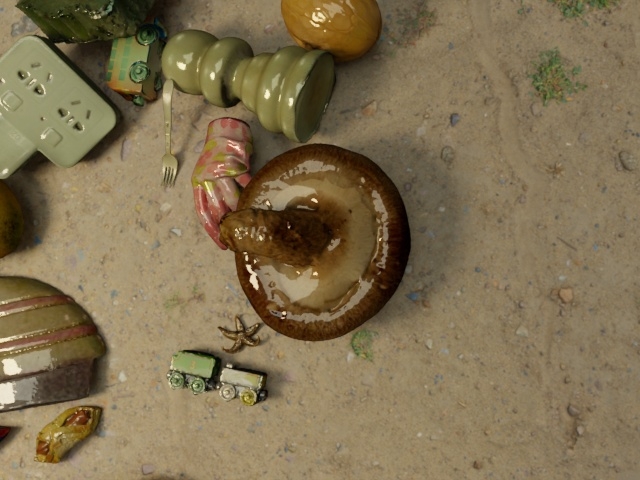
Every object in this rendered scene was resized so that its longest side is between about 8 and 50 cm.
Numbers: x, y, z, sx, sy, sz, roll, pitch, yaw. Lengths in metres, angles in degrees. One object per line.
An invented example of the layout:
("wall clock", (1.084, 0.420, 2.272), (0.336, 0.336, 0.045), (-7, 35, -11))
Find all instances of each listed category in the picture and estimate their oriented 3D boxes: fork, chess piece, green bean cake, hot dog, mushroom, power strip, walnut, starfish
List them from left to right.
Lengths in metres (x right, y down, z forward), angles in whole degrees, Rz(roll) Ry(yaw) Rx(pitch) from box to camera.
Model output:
("power strip", (-0.575, -0.250, 1.154), (0.261, 0.141, 0.229), (-43, 110, 3))
("hot dog", (-0.516, 0.387, 1.122), (0.169, 0.061, 0.078), (-42, 80, 1))
("green bean cake", (-0.439, -0.507, 1.119), (0.241, 0.132, 0.255), (8, 66, 22))
("fork", (-0.306, -0.214, 1.134), (0.034, 0.028, 0.219), (15, 116, 15))
("starfish", (-0.161, 0.187, 1.114), (0.091, 0.028, 0.078), (14, 81, 11))
("chess piece", (-0.153, -0.321, 1.099), (0.330, 0.182, 0.182), (21, 87, 14))
("mushroom", (0.000, -0.002, 1.022), (0.345, 0.239, 0.345), (-3, 115, -7))
("walnut", (0.020, -0.431, 1.087), (0.207, 0.159, 0.159), (25, 88, 8))

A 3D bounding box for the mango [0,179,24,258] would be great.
("mango", (-0.790, -0.051, 1.126), (0.378, 0.221, 0.263), (3, 80, -3))

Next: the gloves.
("gloves", (-0.188, -0.105, 1.093), (0.145, 0.126, 0.241), (-2, 73, 19))

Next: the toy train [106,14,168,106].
("toy train", (-0.380, -0.375, 1.174), (0.099, 0.072, 0.188), (9, 85, 7))

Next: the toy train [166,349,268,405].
("toy train", (-0.197, 0.265, 1.095), (0.202, 0.060, 0.081), (11, 80, 6))

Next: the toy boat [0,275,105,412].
("toy boat", (-0.575, 0.215, 1.123), (0.276, 0.111, 0.293), (6, 73, -3))

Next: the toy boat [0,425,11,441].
("toy boat", (-0.748, 0.294, 1.160), (0.219, 0.072, 0.318), (-13, 80, 2))
